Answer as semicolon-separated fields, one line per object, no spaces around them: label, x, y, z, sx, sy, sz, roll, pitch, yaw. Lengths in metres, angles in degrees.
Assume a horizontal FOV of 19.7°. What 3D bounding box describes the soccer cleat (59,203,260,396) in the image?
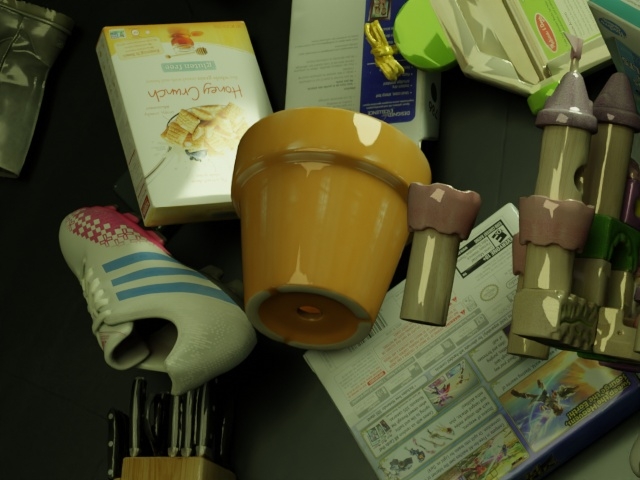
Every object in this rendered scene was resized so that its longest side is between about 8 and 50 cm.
soccer cleat;-0.206;0.060;1.963;0.143;0.116;0.331;-38;40;-25

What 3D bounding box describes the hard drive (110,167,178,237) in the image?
hard drive;-0.164;-0.079;2.096;0.135;0.022;0.094;-47;61;1

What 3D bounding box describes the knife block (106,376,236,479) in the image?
knife block;-0.133;0.275;1.915;0.242;0.088;0.276;-46;60;3

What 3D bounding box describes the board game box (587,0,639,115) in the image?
board game box;0.395;-0.085;1.650;0.079;0.336;0.254;-45;49;-8

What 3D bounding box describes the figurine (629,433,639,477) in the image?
figurine;0.415;0.144;1.737;0.215;0.092;0.209;12;69;27

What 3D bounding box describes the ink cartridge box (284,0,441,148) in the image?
ink cartridge box;0.048;-0.204;2.027;0.165;0.065;0.333;-4;69;22

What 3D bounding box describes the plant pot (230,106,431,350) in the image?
plant pot;0.000;0.000;1.868;0.205;0.205;0.188;-4;55;22

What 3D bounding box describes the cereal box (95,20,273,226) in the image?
cereal box;-0.137;-0.132;2.035;0.173;0.047;0.240;-6;61;-25

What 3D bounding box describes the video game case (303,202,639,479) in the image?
video game case;0.154;0.137;1.857;0.269;0.061;0.244;-37;60;7

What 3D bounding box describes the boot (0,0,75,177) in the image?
boot;-0.400;-0.190;2.220;0.189;0.076;0.208;18;86;30

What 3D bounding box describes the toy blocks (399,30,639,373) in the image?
toy blocks;0.271;-0.022;1.650;0.309;0.288;0.260;6;82;32

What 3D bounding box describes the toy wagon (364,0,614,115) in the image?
toy wagon;0.211;-0.266;1.934;0.344;0.068;0.267;-25;80;8
